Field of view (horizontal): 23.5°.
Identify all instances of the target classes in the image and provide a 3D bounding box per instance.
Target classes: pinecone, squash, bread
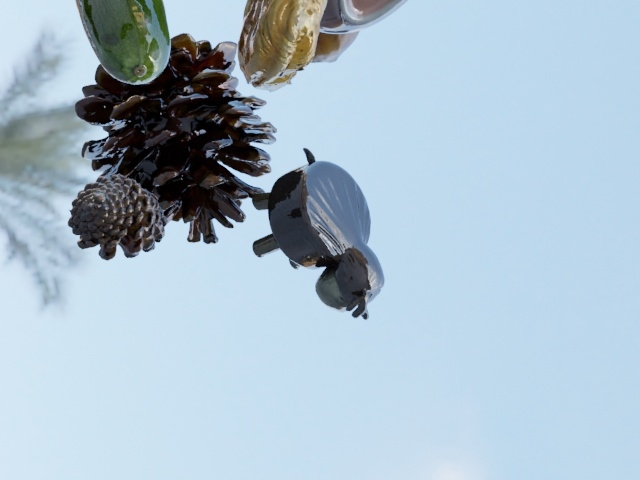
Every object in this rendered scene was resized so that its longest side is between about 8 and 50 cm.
[{"bbox_3d":[-0.217,-0.024,1.698,0.102,0.109,0.102,-5,-98,43],"label":"pinecone"},{"bbox_3d":[-0.167,-0.121,1.919,0.264,0.264,0.264,25,-59,49],"label":"pinecone"},{"bbox_3d":[-0.160,-0.205,1.188,0.252,0.066,0.066,-109,-153,-47],"label":"squash"},{"bbox_3d":[-0.029,-0.146,1.061,0.110,0.044,0.083,163,-63,-73],"label":"bread"}]

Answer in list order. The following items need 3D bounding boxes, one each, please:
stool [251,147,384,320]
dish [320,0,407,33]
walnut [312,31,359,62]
[{"bbox_3d":[0.000,0.000,1.845,0.121,0.125,0.217,-25,-90,37],"label":"stool"},{"bbox_3d":[0.024,-0.261,1.300,0.090,0.213,0.213,-122,-144,-47],"label":"dish"},{"bbox_3d":[-0.018,-0.269,1.501,0.115,0.115,0.207,22,-46,49],"label":"walnut"}]
